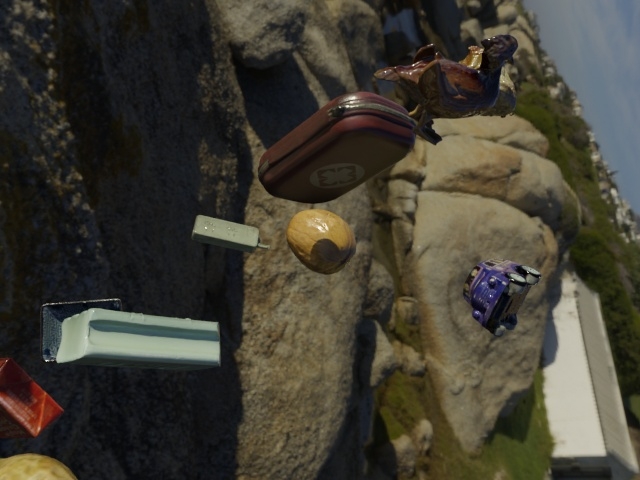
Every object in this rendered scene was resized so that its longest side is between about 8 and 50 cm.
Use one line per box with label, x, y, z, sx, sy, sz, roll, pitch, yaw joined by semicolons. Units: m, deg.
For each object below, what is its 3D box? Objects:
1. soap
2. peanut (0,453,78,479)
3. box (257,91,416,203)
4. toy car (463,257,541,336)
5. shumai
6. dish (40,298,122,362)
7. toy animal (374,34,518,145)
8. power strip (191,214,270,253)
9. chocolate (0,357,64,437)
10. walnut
soap;-0.247;0.144;0.765;0.198;0.119;0.066;14;68;-39
peanut;-0.233;0.253;0.483;0.089;0.193;0.089;-49;154;-33
box;0.032;-0.201;1.290;0.263;0.404;0.108;8;65;-39
toy car;0.474;0.138;1.473;0.235;0.158;0.172;-7;122;-51
shumai;0.312;-0.306;1.035;0.145;0.145;0.116;30;75;-59
dish;-0.747;0.284;1.725;0.080;0.243;0.182;134;-48;-77
toy animal;0.179;-0.236;0.785;0.188;0.179;0.089;16;42;-22
power strip;-0.320;-0.016;1.990;0.053;0.288;0.093;116;-18;-47
chocolate;-0.861;0.430;1.462;0.108;0.237;0.235;-71;144;-49
walnut;0.000;0.000;1.677;0.195;0.221;0.195;-38;145;-32
